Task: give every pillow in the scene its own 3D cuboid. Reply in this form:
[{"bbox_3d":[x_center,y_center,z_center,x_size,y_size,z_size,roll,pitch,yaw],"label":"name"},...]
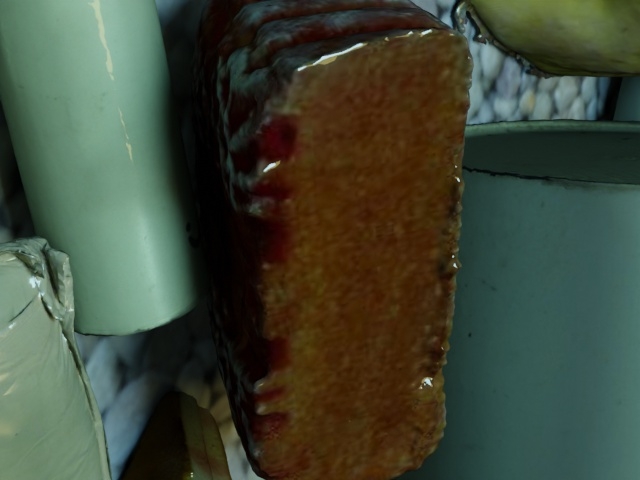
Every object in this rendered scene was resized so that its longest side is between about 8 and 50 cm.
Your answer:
[{"bbox_3d":[-0.142,0.098,0.633,0.119,0.053,0.208,-26,124,-29],"label":"pillow"}]

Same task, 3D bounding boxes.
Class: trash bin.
[{"bbox_3d":[0.164,0.157,0.877,0.280,0.280,0.432,-13,108,-50],"label":"trash bin"}]

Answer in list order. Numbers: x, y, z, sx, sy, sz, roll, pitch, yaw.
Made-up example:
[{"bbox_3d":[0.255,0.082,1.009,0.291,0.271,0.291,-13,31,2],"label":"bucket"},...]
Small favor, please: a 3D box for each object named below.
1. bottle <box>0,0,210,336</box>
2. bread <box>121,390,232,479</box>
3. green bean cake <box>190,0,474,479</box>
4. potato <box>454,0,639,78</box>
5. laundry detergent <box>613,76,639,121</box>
[{"bbox_3d":[-0.097,-0.062,0.628,0.072,0.072,0.201,-36,128,-40],"label":"bottle"},{"bbox_3d":[-0.070,0.131,0.738,0.043,0.062,0.109,39,72,-46],"label":"bread"},{"bbox_3d":[0.000,0.000,0.677,0.097,0.198,0.232,-7,114,-12],"label":"green bean cake"},{"bbox_3d":[0.241,-0.218,0.874,0.289,0.237,0.300,-37,128,-39],"label":"potato"},{"bbox_3d":[0.271,0.012,1.099,0.215,0.105,0.280,-8,106,-53],"label":"laundry detergent"}]
